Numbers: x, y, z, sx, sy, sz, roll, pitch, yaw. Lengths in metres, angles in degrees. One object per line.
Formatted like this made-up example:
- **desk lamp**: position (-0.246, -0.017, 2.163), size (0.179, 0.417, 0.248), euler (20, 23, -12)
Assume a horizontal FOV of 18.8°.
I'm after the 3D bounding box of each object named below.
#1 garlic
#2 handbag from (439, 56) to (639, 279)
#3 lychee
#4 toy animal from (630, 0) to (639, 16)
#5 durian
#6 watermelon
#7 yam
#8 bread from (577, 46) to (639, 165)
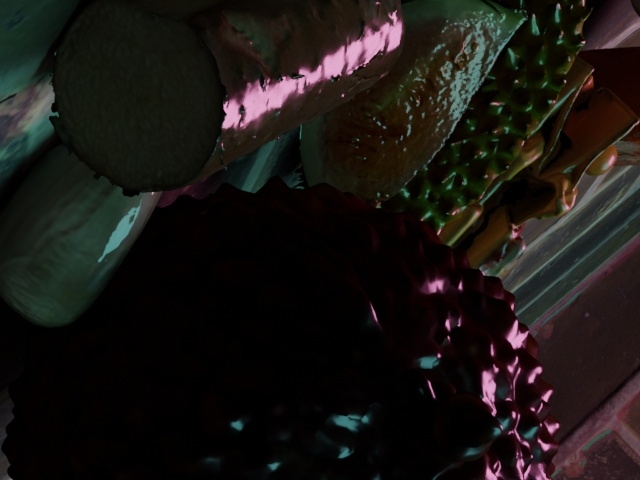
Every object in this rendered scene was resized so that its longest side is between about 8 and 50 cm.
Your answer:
- **garlic**: position (-0.162, -0.014, 1.279), size (0.196, 0.087, 0.101), euler (-55, 178, 26)
- **handbag**: position (0.135, -0.018, 1.908), size (0.401, 0.133, 0.283), euler (-45, -171, 7)
- **lychee**: position (-0.017, 0.155, 1.449), size (0.424, 0.425, 0.500), euler (-36, -165, -37)
- **toy animal**: position (0.449, -0.319, 2.099), size (0.249, 0.174, 0.289), euler (-62, 154, 4)
- **durian**: position (0.114, -0.121, 1.673), size (0.352, 0.158, 0.169), euler (-51, 174, 9)
- **watermelon**: position (0.058, -0.118, 1.563), size (0.245, 0.119, 0.063), euler (-49, 179, 17)
- **yam**: position (-0.047, -0.117, 1.193), size (0.238, 0.129, 0.128), euler (-29, 161, -50)
- **bread**: position (0.387, -0.145, 2.134), size (0.327, 0.114, 0.295), euler (-1, 176, -8)
